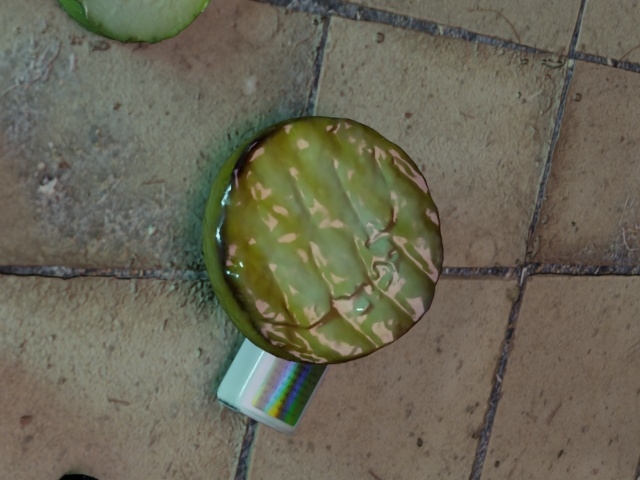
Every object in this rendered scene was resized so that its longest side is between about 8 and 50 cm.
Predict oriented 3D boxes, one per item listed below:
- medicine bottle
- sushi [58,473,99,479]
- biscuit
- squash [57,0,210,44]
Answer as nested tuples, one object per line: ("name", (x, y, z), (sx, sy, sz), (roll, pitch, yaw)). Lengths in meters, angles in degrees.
("medicine bottle", (-0.031, 0.124, 1.516), (0.115, 0.078, 0.219), (34, 81, -41))
("sushi", (-0.246, 0.302, 1.376), (0.056, 0.085, 0.083), (-44, 130, -23))
("biscuit", (0.000, 0.000, 1.434), (0.296, 0.102, 0.296), (3, 83, -24))
("squash", (-0.184, -0.306, 1.241), (0.219, 0.041, 0.219), (-20, 119, -41))
